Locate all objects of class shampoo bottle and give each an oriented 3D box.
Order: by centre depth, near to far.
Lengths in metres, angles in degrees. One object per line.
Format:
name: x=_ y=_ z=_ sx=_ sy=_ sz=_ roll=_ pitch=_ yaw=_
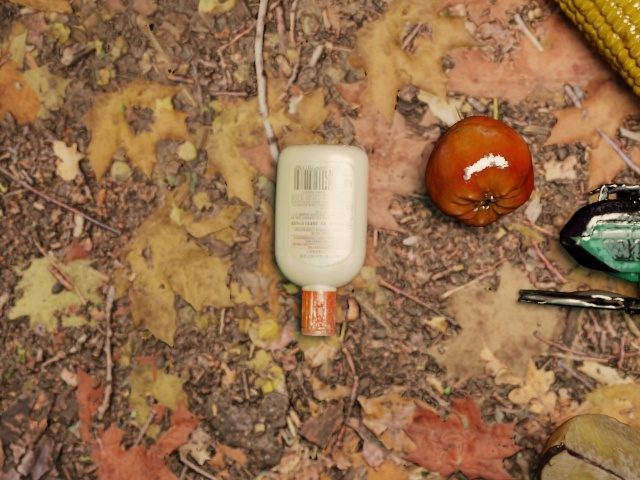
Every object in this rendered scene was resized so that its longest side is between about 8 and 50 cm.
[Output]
shampoo bottle: x=0.000 y=0.000 z=1.141 sx=0.108 sy=0.051 sz=0.221 roll=2 pitch=89 yaw=2

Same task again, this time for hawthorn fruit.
hawthorn fruit: x=0.182 y=-0.081 z=1.110 sx=0.125 sy=0.140 sz=0.125 roll=6 pitch=121 yaw=10

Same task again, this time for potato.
potato: x=0.338 y=0.280 z=1.115 sx=0.261 sy=0.100 sz=0.120 roll=32 pitch=129 yaw=-11

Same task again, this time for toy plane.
toy plane: x=0.421 y=0.018 z=1.103 sx=0.382 sy=0.106 sz=0.155 roll=3 pitch=95 yaw=2

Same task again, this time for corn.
corn: x=0.368 y=-0.235 z=1.074 sx=0.144 sy=0.144 sz=0.387 roll=-43 pitch=76 yaw=1
